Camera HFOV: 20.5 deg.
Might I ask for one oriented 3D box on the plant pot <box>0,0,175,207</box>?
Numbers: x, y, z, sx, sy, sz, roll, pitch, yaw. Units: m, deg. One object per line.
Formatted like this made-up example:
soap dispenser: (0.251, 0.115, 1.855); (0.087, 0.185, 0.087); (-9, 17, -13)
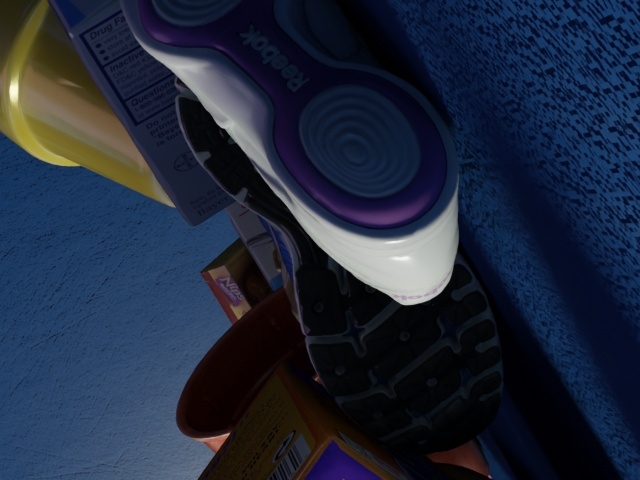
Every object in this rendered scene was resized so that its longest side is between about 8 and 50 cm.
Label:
plant pot: (-0.166, -0.156, 1.651); (0.239, 0.254, 0.254); (38, 166, 31)

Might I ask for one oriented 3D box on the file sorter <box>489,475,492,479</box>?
file sorter: (0.182, 0.408, 1.964); (0.202, 0.182, 0.291); (58, 178, -20)

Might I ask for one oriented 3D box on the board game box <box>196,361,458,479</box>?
board game box: (0.028, 0.347, 1.240); (0.356, 0.356, 0.356); (35, 180, -7)

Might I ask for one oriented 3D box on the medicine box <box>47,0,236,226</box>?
medicine box: (-0.136, -0.202, 1.367); (0.263, 0.149, 0.289); (57, 176, 31)

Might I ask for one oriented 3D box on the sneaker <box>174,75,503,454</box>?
sneaker: (0.026, -0.007, 1.223); (0.330, 0.129, 0.147); (61, -168, -5)

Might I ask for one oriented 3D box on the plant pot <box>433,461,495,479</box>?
plant pot: (0.147, 0.329, 1.629); (0.237, 0.237, 0.254); (59, 163, -5)

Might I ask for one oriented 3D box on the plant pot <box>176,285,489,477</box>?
plant pot: (0.029, 0.208, 1.933); (0.265, 0.272, 0.272); (51, 179, -20)

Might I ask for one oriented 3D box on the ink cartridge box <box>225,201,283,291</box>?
ink cartridge box: (-0.040, -0.014, 2.079); (0.180, 0.104, 0.060); (57, 176, 19)

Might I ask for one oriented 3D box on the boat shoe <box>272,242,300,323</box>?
boat shoe: (0.000, 0.000, 1.604); (0.098, 0.109, 0.302); (56, -177, -10)

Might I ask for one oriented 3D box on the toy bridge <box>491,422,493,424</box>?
toy bridge: (0.126, 0.141, 1.683); (0.063, 0.026, 0.188); (58, 177, -21)

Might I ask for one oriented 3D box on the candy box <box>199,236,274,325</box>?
candy box: (-0.054, 0.032, 2.172); (0.053, 0.186, 0.109); (-18, 107, 44)

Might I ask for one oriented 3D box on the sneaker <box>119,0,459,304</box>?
sneaker: (-0.021, -0.082, 1.026); (0.305, 0.114, 0.152); (57, 175, 31)
